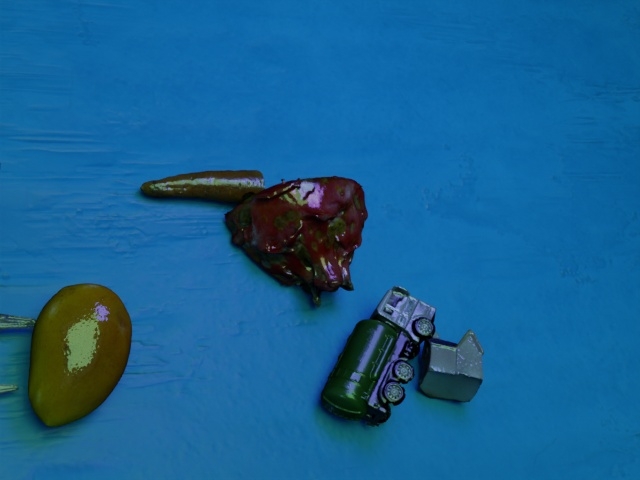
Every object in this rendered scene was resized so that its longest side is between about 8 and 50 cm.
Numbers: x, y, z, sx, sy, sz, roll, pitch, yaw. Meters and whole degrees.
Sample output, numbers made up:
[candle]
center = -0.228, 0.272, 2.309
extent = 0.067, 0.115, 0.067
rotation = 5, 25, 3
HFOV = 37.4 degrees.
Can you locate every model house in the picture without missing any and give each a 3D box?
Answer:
[model house]
center = 0.222, 0.211, 1.634
extent = 0.101, 0.087, 0.100
rotation = 11, 49, -6

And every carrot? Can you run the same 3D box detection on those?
[carrot]
center = -0.202, -0.090, 1.605
extent = 0.210, 0.061, 0.061
rotation = -1, 65, -23

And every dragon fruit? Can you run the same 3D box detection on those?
[dragon fruit]
center = 0.000, 0.000, 1.607
extent = 0.262, 0.134, 0.211
rotation = -11, 76, -31

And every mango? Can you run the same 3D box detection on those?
[mango]
center = -0.347, 0.164, 1.360
extent = 0.141, 0.102, 0.217
rotation = 39, 60, -36

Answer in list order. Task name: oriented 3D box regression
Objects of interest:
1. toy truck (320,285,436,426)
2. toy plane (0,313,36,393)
[toy truck]
center = 0.098, 0.196, 1.572
extent = 0.125, 0.101, 0.242
rotation = 28, 57, 4
[toy plane]
center = -0.511, 0.136, 1.329
extent = 0.226, 0.058, 0.226
rotation = -28, 76, -33
